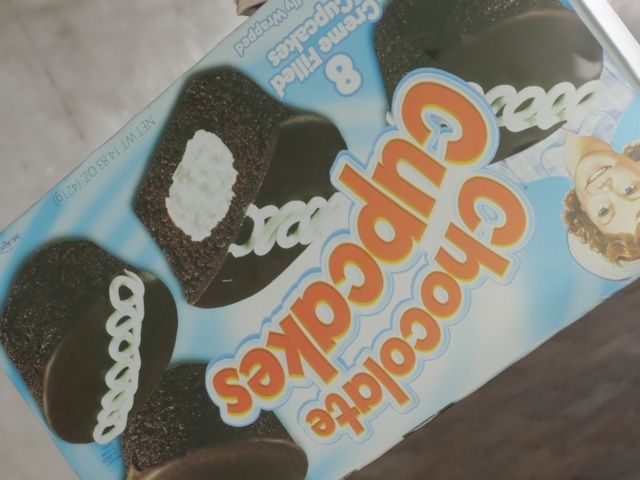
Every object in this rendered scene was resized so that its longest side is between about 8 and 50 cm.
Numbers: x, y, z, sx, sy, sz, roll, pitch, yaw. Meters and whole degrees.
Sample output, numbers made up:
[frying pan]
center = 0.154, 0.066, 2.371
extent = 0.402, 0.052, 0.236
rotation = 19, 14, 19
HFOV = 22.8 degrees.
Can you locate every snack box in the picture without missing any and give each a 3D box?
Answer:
[snack box]
center = 0.000, 0.000, 0.706
extent = 0.322, 0.187, 0.060
rotation = -38, -5, 22

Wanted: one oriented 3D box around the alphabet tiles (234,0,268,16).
[alphabet tiles]
center = 0.087, -0.195, 1.075
extent = 0.284, 0.021, 0.278
rotation = -15, -9, 34
